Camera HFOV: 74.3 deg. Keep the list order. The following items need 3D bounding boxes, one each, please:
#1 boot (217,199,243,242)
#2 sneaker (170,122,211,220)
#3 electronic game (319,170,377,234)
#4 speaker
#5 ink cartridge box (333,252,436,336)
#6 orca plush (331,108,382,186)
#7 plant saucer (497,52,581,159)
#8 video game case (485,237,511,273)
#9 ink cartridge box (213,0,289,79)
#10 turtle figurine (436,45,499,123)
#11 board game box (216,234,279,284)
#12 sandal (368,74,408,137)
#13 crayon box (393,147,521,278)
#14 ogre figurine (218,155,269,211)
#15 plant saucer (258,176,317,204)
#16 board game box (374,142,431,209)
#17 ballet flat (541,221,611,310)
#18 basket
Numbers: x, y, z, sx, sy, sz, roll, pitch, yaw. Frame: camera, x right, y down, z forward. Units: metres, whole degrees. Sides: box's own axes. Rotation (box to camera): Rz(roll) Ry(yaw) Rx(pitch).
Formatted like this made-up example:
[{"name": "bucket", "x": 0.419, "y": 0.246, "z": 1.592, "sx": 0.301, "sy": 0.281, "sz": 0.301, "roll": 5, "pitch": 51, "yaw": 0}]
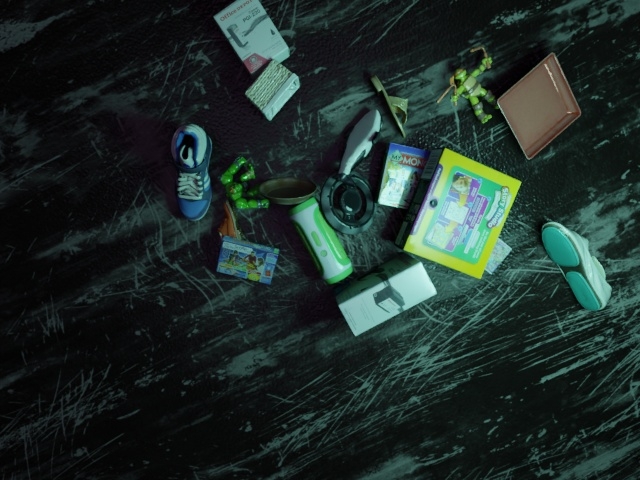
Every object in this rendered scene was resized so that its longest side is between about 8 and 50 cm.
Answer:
[{"name": "boot", "x": -0.333, "y": -0.063, "z": 1.502, "sx": 0.085, "sy": 0.059, "sz": 0.157, "roll": -11, "pitch": 98, "yaw": 4}, {"name": "sneaker", "x": -0.436, "y": -0.219, "z": 1.386, "sx": 0.130, "sy": 0.236, "sz": 0.322, "roll": 8, "pitch": 96, "yaw": -3}, {"name": "electronic game", "x": 0.101, "y": -0.134, "z": 1.478, "sx": 0.229, "sy": 0.048, "sz": 0.229, "roll": 3, "pitch": 83, "yaw": -27}, {"name": "speaker", "x": 0.000, "y": 0.000, "z": 1.484, "sx": 0.131, "sy": 0.131, "sz": 0.296, "roll": -28, "pitch": 97, "yaw": 1}, {"name": "ink cartridge box", "x": 0.213, "y": 0.178, "z": 1.470, "sx": 0.307, "sy": 0.223, "sz": 0.129, "roll": -28, "pitch": 97, "yaw": 1}, {"name": "orca plush", "x": 0.152, "y": -0.307, "z": 1.467, "sx": 0.102, "sy": 0.151, "sz": 0.287, "roll": 37, "pitch": 62, "yaw": -46}, {"name": "plant saucer", "x": 0.752, "y": -0.463, "z": 1.474, "sx": 0.258, "sy": 0.048, "sz": 0.259, "roll": -41, "pitch": 113, "yaw": -1}, {"name": "video game case", "x": 0.644, "y": 0.053, "z": 1.580, "sx": 0.087, "sy": 0.011, "sz": 0.122, "roll": 38, "pitch": 94, "yaw": -6}, {"name": "ink cartridge box", "x": -0.228, "y": -0.682, "z": 1.413, "sx": 0.159, "sy": 0.092, "sz": 0.218, "roll": -34, "pitch": 95, "yaw": 2}, {"name": "turtle figurine", "x": 0.520, "y": -0.514, "z": 1.466, "sx": 0.217, "sy": 0.087, "sz": 0.269, "roll": 43, "pitch": 78, "yaw": -17}, {"name": "board game box", "x": -0.260, "y": 0.071, "z": 1.508, "sx": 0.201, "sy": 0.035, "sz": 0.136, "roll": 15, "pitch": 116, "yaw": -6}, {"name": "sandal", "x": 0.262, "y": -0.479, "z": 1.461, "sx": 0.079, "sy": 0.088, "sz": 0.240, "roll": -31, "pitch": 92, "yaw": 7}, {"name": "crayon box", "x": 0.470, "y": -0.091, "z": 1.459, "sx": 0.313, "sy": 0.106, "sz": 0.362, "roll": 20, "pitch": 95, "yaw": -14}, {"name": "ogre figurine", "x": -0.271, "y": -0.184, "z": 1.475, "sx": 0.118, "sy": 0.097, "sz": 0.197, "roll": -31, "pitch": 113, "yaw": -16}, {"name": "plant saucer", "x": -0.110, "y": -0.165, "z": 1.439, "sx": 0.199, "sy": 0.198, "sz": 0.036, "roll": -2, "pitch": 118, "yaw": -2}, {"name": "board game box", "x": 0.364, "y": -0.208, "z": 1.498, "sx": 0.317, "sy": 0.046, "sz": 0.213, "roll": 9, "pitch": 98, "yaw": -12}, {"name": "ballet flat", "x": 0.945, "y": 0.072, "z": 1.551, "sx": 0.139, "sy": 0.139, "sz": 0.400, "roll": -34, "pitch": 101, "yaw": 2}, {"name": "basket", "x": -0.163, "y": -0.509, "z": 1.428, "sx": 0.103, "sy": 0.113, "sz": 0.167, "roll": 42, "pitch": 94, "yaw": -2}]
